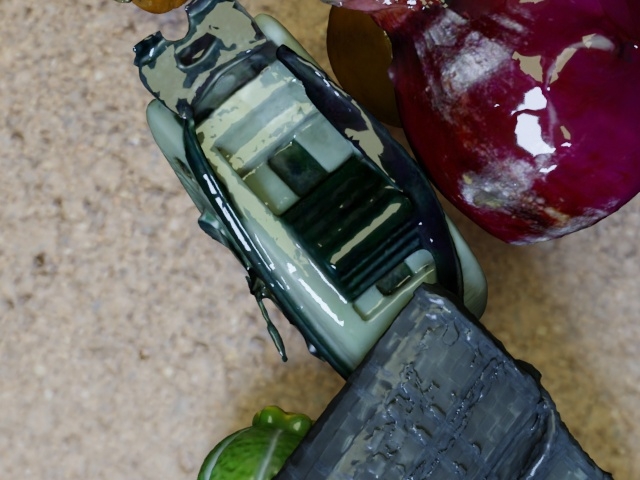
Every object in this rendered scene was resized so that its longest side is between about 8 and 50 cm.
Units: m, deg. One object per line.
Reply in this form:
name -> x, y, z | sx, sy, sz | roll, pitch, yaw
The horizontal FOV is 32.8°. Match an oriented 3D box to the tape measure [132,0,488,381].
tape measure -> 0.000, 0.000, 0.606 | 0.115, 0.235, 0.207 | -38, 74, -6

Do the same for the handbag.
handbag -> 0.079, 0.160, 0.573 | 0.175, 0.089, 0.270 | -46, 119, -9

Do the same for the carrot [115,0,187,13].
carrot -> -0.060, -0.250, 0.796 | 0.061, 0.061, 0.256 | 37, 68, 14

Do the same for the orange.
orange -> 0.079, -0.143, 0.702 | 0.157, 0.134, 0.156 | -30, 44, 33

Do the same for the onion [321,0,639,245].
onion -> 0.098, -0.099, 0.535 | 0.198, 0.135, 0.173 | 31, 53, -31

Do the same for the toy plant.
toy plant -> -0.036, 0.177, 0.627 | 0.093, 0.093, 0.162 | 10, 68, 7
